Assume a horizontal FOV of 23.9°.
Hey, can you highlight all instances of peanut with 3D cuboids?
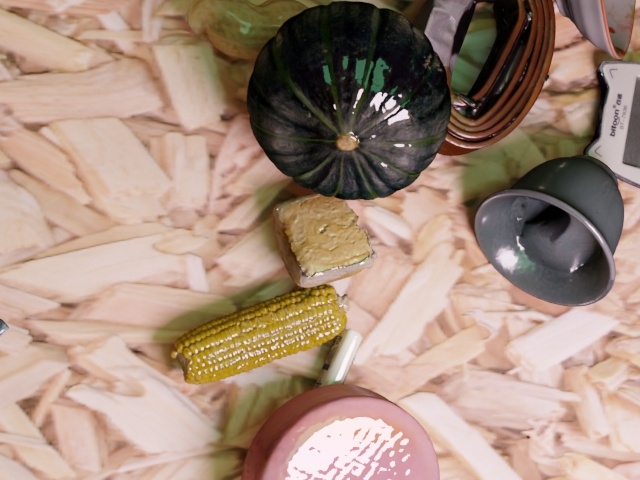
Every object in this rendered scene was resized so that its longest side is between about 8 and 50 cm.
[{"bbox_3d":[-0.075,-0.267,1.897,0.187,0.082,0.082,4,85,-14],"label":"peanut"}]

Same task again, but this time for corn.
[{"bbox_3d":[-0.069,0.115,1.866,0.238,0.080,0.080,-21,92,-18],"label":"corn"}]

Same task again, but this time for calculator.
[{"bbox_3d":[0.484,-0.146,2.075,0.268,0.040,0.177,14,82,-16],"label":"calculator"}]

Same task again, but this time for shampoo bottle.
[{"bbox_3d":[0.013,0.177,1.905,0.034,0.049,0.141,27,82,-17],"label":"shampoo bottle"}]

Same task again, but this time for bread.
[{"bbox_3d":[0.001,0.001,1.883,0.106,0.082,0.125,-20,63,-11],"label":"bread"}]

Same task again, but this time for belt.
[{"bbox_3d":[0.201,-0.240,1.964,0.184,0.105,0.261,31,78,-10],"label":"belt"}]

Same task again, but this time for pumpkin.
[{"bbox_3d":[0.037,-0.170,1.829,0.249,0.216,0.250,1,108,3],"label":"pumpkin"}]

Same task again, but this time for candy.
[{"bbox_3d":[0.030,0.304,1.851,0.255,0.094,0.255,-4,100,-22],"label":"candy"}]

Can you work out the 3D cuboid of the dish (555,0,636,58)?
[{"bbox_3d":[0.351,-0.368,1.987,0.085,0.260,0.260,0,84,22],"label":"dish"}]

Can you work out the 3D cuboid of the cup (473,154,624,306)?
[{"bbox_3d":[0.319,-0.035,1.960,0.199,0.199,0.150,44,57,-9],"label":"cup"}]

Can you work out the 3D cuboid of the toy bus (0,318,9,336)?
[{"bbox_3d":[-0.498,0.145,1.705,0.275,0.138,0.167,-43,96,-13],"label":"toy bus"}]
